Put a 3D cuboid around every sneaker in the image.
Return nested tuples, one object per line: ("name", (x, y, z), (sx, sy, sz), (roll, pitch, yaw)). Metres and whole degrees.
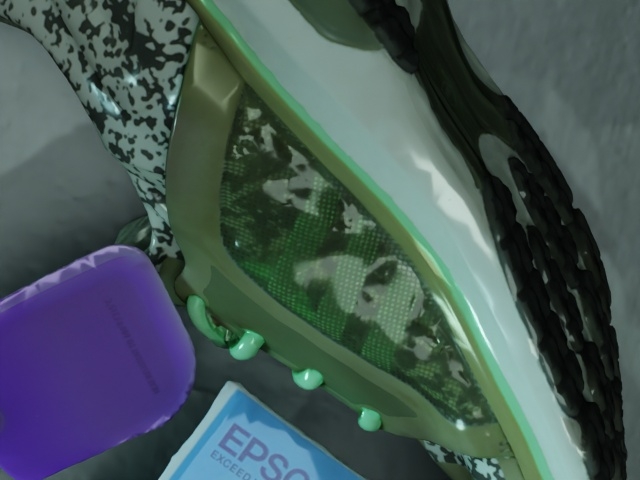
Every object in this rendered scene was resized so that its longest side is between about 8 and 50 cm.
("sneaker", (0.000, 0.000, 0.515), (0.182, 0.158, 0.410), (-23, 105, 26))

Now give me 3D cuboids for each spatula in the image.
("spatula", (-0.194, 0.083, 0.507), (0.296, 0.030, 0.084), (-18, 117, 12))

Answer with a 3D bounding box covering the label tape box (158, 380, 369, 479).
("label tape box", (-0.049, 0.250, 0.538), (0.249, 0.115, 0.347), (36, 95, -12))
